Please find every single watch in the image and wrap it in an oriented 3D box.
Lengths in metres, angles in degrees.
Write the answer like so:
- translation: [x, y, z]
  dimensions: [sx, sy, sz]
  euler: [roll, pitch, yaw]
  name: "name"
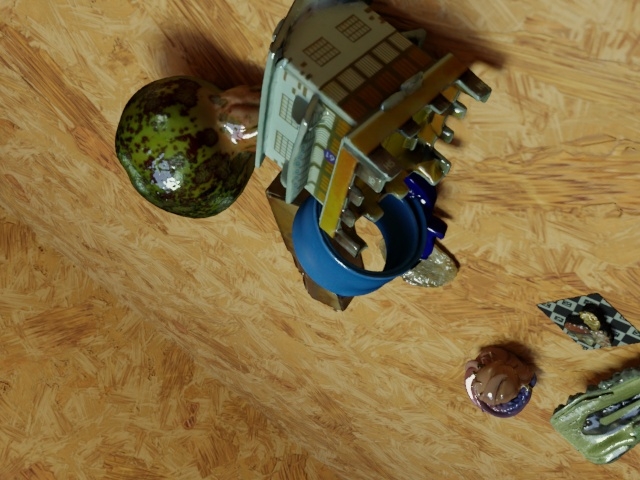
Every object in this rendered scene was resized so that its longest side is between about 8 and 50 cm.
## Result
- translation: [0.067, -0.017, 0.990]
  dimensions: [0.196, 0.200, 0.171]
  euler: [36, 150, 4]
  name: "watch"

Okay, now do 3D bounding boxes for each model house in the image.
- translation: [0.038, -0.140, 0.815]
  dimensions: [0.215, 0.198, 0.224]
  euler: [41, 156, 13]
  name: "model house"

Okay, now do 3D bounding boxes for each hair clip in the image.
- translation: [0.489, 0.240, 1.079]
  dimensions: [0.138, 0.091, 0.321]
  euler: [42, 141, 0]
  name: "hair clip"

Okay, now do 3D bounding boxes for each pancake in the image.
- translation: [0.157, 0.032, 1.161]
  dimensions: [0.139, 0.022, 0.139]
  euler: [26, 152, 15]
  name: "pancake"

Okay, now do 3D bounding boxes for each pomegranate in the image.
- translation: [-0.170, -0.163, 1.034]
  dimensions: [0.204, 0.222, 0.276]
  euler: [42, 120, -1]
  name: "pomegranate"

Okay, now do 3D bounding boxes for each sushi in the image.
- translation: [0.398, 0.133, 1.062]
  dimensions: [0.120, 0.026, 0.126]
  euler: [39, 153, -13]
  name: "sushi"

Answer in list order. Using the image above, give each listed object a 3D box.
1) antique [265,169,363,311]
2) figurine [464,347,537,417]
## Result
- translation: [0.000, 0.000, 1.212]
  dimensions: [0.093, 0.087, 0.310]
  euler: [21, 152, 27]
  name: "antique"
- translation: [0.306, 0.239, 1.238]
  dimensions: [0.126, 0.114, 0.157]
  euler: [0, 157, 24]
  name: "figurine"
